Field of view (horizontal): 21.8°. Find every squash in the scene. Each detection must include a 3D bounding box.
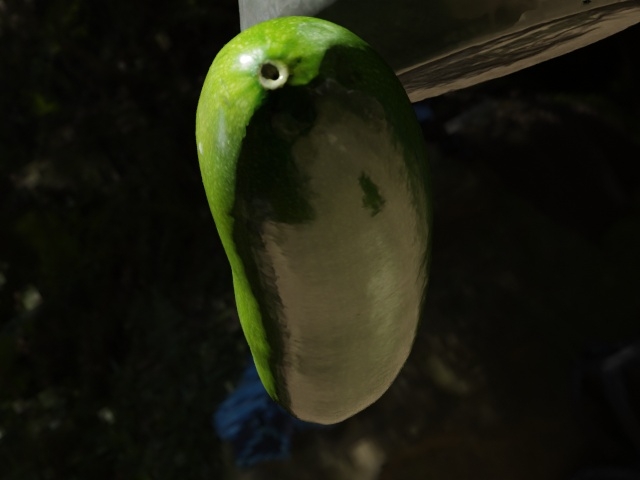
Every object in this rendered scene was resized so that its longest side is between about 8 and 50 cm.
[{"bbox_3d":[0.001,-0.002,0.634,0.082,0.082,0.292,-31,-22,-10],"label":"squash"}]

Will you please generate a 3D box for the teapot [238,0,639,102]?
[{"bbox_3d":[0.056,-0.263,0.885,0.300,0.344,0.253,-20,-1,41],"label":"teapot"}]
